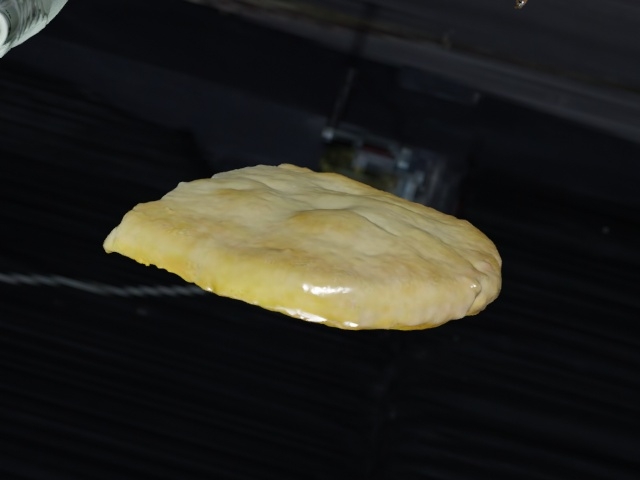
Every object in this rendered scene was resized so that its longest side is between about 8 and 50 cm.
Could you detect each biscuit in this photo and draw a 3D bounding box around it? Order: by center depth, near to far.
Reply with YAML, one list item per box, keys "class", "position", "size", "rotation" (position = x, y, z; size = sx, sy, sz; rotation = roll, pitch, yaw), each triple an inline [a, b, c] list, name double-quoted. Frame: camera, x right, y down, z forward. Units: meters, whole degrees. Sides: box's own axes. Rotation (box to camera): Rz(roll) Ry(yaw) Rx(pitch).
- class: "biscuit"
  position: [0.000, -0.001, 1.775]
  size: [0.429, 0.446, 0.104]
  rotation: [-10, -65, -52]

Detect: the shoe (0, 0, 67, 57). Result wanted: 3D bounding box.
- class: "shoe"
  position: [-0.350, -0.238, 1.586]
  size: [0.265, 0.110, 0.095]
  rotation: [-35, -56, -36]

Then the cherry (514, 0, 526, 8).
- class: "cherry"
  position: [0.140, -0.329, 1.570]
  size: [0.107, 0.225, 0.090]
  rotation: [-36, 9, 21]
